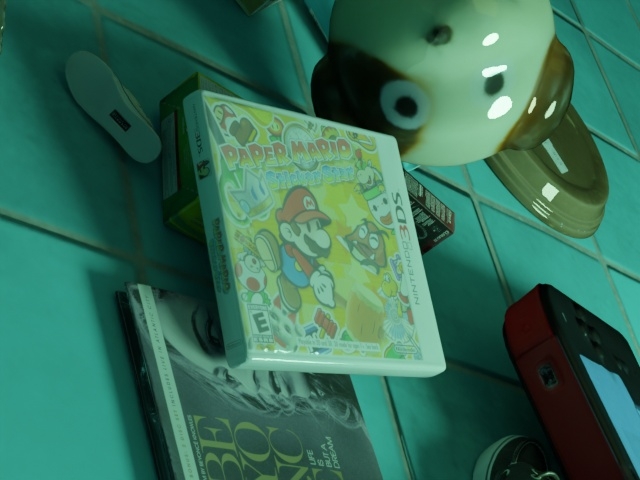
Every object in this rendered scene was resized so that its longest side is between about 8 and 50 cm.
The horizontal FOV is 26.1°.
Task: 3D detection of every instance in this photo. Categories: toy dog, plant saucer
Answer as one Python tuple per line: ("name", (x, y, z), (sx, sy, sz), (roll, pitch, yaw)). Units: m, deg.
("toy dog", (0.091, -0.264, 1.257), (0.284, 0.395, 0.408), (2, 62, -6))
("plant saucer", (0.255, -0.129, 1.636), (0.278, 0.041, 0.278), (36, 35, -30))

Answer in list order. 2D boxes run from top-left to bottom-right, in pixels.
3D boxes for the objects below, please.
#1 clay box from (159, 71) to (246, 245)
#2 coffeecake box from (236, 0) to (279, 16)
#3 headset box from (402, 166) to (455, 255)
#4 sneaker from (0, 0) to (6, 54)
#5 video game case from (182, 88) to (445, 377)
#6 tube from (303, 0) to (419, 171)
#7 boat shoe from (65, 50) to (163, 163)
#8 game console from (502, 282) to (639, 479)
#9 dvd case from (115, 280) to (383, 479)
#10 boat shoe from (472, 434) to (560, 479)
("clay box", (-0.029, -0.030, 1.111), (0.222, 0.053, 0.127), (29, 41, -38))
("coffeecake box", (-0.055, -0.312, 1.356), (0.142, 0.068, 0.185), (53, 29, -3))
("headset box", (0.076, -0.019, 1.241), (0.083, 0.062, 0.032), (38, 34, -23))
("sneaker", (-0.339, -0.239, 0.860), (0.182, 0.158, 0.410), (-27, 82, -29))
("video game case", (0.000, 0.000, 1.051), (0.227, 0.026, 0.206), (8, 64, -47))
("tube", (0.053, -0.165, 1.384), (0.080, 0.052, 0.207), (-24, 85, -53))
("boat shoe", (-0.153, -0.099, 1.036), (0.100, 0.035, 0.035), (48, 2, -2))
("game console", (0.309, 0.232, 1.262), (0.342, 0.060, 0.387), (21, 43, -58))
("dvd case", (-0.041, 0.121, 0.973), (0.221, 0.018, 0.165), (17, 46, -46))
("boat shoe", (0.161, 0.219, 1.097), (0.080, 0.076, 0.228), (51, 30, -5))
